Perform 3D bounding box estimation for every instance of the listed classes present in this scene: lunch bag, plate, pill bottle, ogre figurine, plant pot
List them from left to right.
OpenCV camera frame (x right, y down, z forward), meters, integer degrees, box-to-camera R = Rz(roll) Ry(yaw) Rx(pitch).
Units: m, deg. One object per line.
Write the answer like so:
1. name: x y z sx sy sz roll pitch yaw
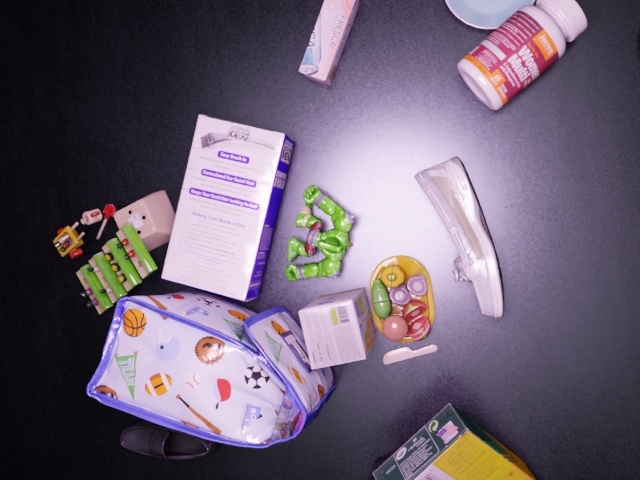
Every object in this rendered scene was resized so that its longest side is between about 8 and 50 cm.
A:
1. plant pot: -0.374 -0.038 1.383 0.109 0.096 0.109 -25 87 10
2. lunch bag: -0.171 0.235 1.241 0.385 0.328 0.239 20 93 11
3. ogre figurine: 0.000 0.000 1.320 0.118 0.097 0.197 20 84 20
4. plate: 0.334 -0.508 1.281 0.188 0.024 0.188 0 92 11
5. pill bottle: 0.379 -0.360 1.228 0.221 0.121 0.121 -40 85 9

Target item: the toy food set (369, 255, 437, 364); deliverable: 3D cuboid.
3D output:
1. toy food set: 0.164 0.140 1.305 0.128 0.071 0.218 -9 90 10

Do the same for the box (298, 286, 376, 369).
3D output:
1. box: 0.038 0.164 1.261 0.103 0.203 0.114 -13 91 11

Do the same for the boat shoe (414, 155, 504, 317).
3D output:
1. boat shoe: 0.277 0.000 1.264 0.103 0.118 0.321 -19 84 16

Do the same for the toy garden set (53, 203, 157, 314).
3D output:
1. toy garden set: -0.467 0.029 1.366 0.244 0.049 0.204 -35 85 40

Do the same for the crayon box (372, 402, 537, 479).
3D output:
1. crayon box: 0.275 0.465 1.237 0.202 0.081 0.318 -44 120 7

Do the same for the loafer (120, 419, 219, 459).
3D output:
1. loafer: -0.328 0.427 1.396 0.223 0.078 0.076 1 91 10

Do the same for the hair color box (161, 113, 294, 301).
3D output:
1. hair color box: -0.185 -0.065 1.323 0.185 0.110 0.339 14 94 10

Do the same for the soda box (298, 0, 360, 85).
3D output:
1. soda box: 0.019 -0.413 1.323 0.062 0.058 0.183 21 94 9

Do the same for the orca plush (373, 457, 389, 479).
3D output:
1. orca plush: 0.143 0.499 1.329 0.151 0.102 0.287 22 107 -36
